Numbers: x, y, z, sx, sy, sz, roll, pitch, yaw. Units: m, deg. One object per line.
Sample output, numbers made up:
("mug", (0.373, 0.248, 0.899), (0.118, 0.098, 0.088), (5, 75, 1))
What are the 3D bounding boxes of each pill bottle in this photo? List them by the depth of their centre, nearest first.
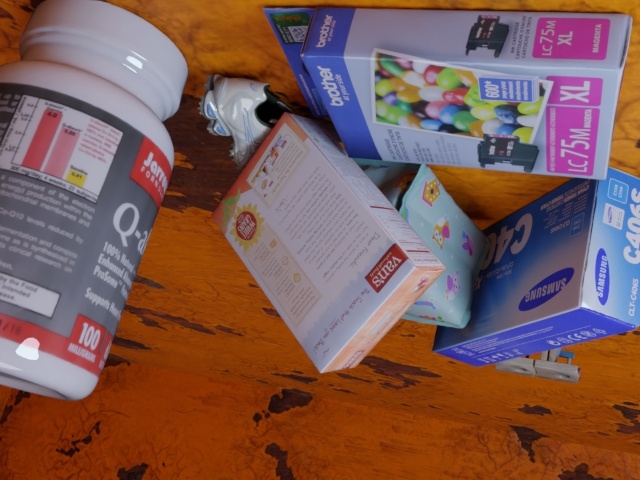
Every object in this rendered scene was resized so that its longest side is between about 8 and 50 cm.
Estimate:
("pill bottle", (-0.267, -0.044, 0.772), (0.210, 0.363, 0.210), (14, 161, 5))

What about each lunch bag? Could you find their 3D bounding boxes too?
("lunch bag", (0.044, 0.001, 0.982), (0.262, 0.160, 0.223), (5, 157, 36))

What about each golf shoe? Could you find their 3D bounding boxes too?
("golf shoe", (-0.062, -0.119, 0.871), (0.086, 0.069, 0.176), (0, 157, 22))

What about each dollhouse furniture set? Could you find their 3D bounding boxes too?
("dollhouse furniture set", (0.356, 0.164, 1.245), (0.129, 0.129, 0.183), (7, 158, 20))

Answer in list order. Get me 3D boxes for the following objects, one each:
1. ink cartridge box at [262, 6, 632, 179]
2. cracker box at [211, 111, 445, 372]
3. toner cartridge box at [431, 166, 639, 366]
("ink cartridge box", (0.109, -0.133, 0.715), (0.311, 0.065, 0.186), (10, 160, 20))
("cracker box", (0.000, 0.000, 0.819), (0.067, 0.232, 0.156), (4, 132, -52))
("toner cartridge box", (0.255, 0.048, 0.948), (0.075, 0.165, 0.348), (19, 160, -11))
